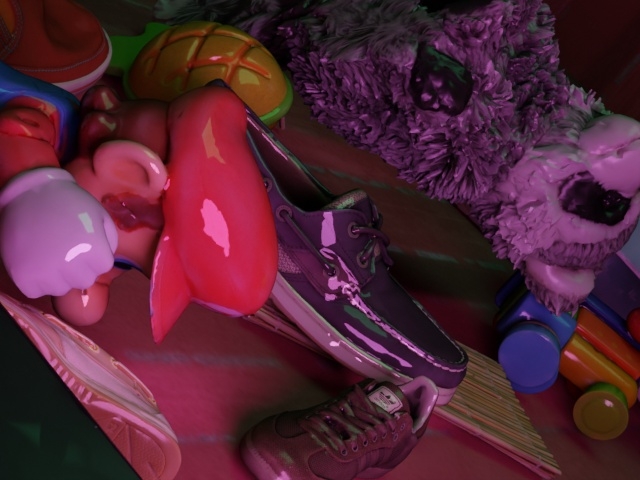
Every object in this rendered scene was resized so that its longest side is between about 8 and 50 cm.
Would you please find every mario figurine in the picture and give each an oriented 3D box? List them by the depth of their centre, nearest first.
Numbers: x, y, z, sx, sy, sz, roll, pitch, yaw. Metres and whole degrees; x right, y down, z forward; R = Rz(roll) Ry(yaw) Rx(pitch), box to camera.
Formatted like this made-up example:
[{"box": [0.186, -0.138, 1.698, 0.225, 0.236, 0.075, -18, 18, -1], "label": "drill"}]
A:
[{"box": [-0.177, -0.028, 0.929, 0.320, 0.170, 0.198, 25, 42, 1], "label": "mario figurine"}]

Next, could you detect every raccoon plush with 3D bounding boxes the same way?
[{"box": [0.091, -0.111, 1.516, 0.446, 0.216, 0.299, 18, -36, 47], "label": "raccoon plush"}]

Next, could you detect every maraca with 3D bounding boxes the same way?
[{"box": [-0.102, -0.131, 1.385, 0.127, 0.099, 0.186, -21, 41, -34], "label": "maraca"}]

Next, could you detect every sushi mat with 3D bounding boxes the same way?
[{"box": [0.046, 0.077, 1.310, 0.316, 0.019, 0.151, 30, 21, -30], "label": "sushi mat"}]

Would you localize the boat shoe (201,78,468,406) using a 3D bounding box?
[{"box": [0.000, 0.000, 1.214, 0.285, 0.092, 0.103, 42, 17, 6], "label": "boat shoe"}]

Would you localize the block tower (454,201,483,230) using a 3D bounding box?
[{"box": [0.165, -0.093, 1.876, 0.335, 0.097, 0.091, 44, 16, 16], "label": "block tower"}]

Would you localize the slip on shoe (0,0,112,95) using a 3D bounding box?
[{"box": [-0.245, -0.172, 1.180, 0.123, 0.101, 0.331, 47, 16, 27], "label": "slip on shoe"}]

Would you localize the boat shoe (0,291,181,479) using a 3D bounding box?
[{"box": [-0.144, 0.067, 0.867, 0.170, 0.063, 0.059, 41, 10, -22], "label": "boat shoe"}]

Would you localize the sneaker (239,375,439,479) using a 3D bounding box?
[{"box": [0.014, 0.112, 1.061, 0.066, 0.071, 0.188, 45, 17, 15], "label": "sneaker"}]

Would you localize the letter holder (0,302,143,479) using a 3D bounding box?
[{"box": [-0.196, 0.096, 0.570, 0.152, 0.214, 0.302, -25, 63, -37], "label": "letter holder"}]

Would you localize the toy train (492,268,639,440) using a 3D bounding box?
[{"box": [0.258, 0.129, 1.513, 0.248, 0.105, 0.143, 39, 27, -4], "label": "toy train"}]

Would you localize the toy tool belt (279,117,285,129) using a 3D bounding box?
[{"box": [-0.056, -0.144, 1.622, 0.083, 0.052, 0.051, 59, -6, 40], "label": "toy tool belt"}]

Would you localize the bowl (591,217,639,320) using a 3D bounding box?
[{"box": [0.371, 0.039, 1.675, 0.311, 0.163, 0.311, 52, -5, 7], "label": "bowl"}]
